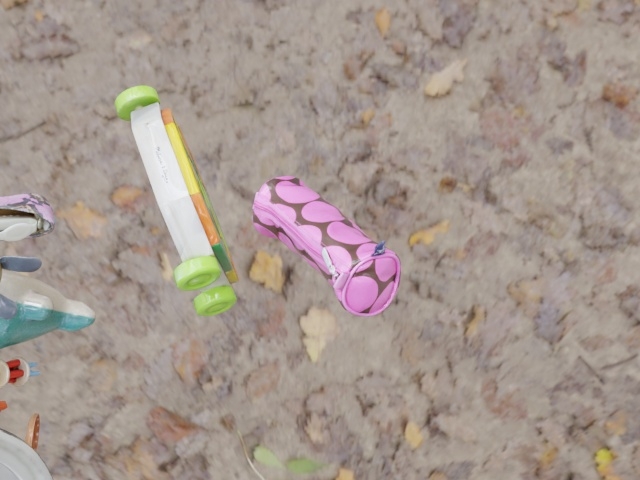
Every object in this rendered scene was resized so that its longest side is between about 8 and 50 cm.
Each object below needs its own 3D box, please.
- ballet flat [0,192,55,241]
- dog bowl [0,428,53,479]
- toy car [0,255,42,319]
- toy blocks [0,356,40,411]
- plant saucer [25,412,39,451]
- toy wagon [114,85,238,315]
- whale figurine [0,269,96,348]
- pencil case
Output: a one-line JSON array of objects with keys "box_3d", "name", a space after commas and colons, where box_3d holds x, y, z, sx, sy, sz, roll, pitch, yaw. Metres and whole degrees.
[{"box_3d": [-0.492, -0.022, 1.506, 0.222, 0.076, 0.079, -9, 33, -30], "name": "ballet flat"}, {"box_3d": [-0.527, 0.404, 1.286, 0.150, 0.408, 0.407, 13, 69, 34], "name": "dog bowl"}, {"box_3d": [-0.466, 0.050, 1.361, 0.155, 0.188, 0.149, -56, 42, 17], "name": "toy car"}, {"box_3d": [-0.555, 0.258, 1.793, 0.054, 0.148, 0.123, 31, 101, 24], "name": "toy blocks"}, {"box_3d": [-0.496, 0.339, 1.789, 0.013, 0.083, 0.083, 6, 71, -8], "name": "plant saucer"}, {"box_3d": [-0.175, -0.036, 1.366, 0.068, 0.344, 0.267, -21, 70, -2], "name": "toy wagon"}, {"box_3d": [-0.520, 0.128, 1.756, 0.216, 0.272, 0.141, 3, 77, 43], "name": "whale figurine"}, {"box_3d": [0.000, 0.000, 1.197, 0.098, 0.095, 0.209, -2, 28, -39], "name": "pencil case"}]
